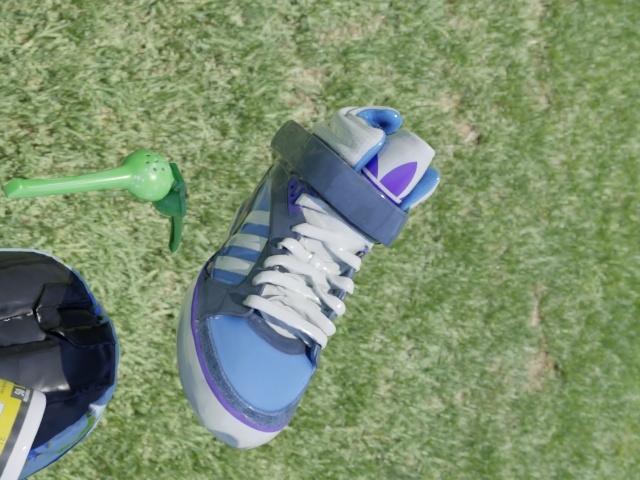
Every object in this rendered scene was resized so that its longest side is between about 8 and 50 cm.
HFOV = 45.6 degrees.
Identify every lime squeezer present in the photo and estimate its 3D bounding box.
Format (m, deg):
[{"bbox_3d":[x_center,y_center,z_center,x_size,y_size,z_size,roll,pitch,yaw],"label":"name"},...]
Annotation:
[{"bbox_3d":[-0.189,-0.040,0.822,0.110,0.059,0.310,-48,160,4],"label":"lime squeezer"}]

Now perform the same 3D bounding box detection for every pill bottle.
[{"bbox_3d":[-0.220,0.097,0.421,0.116,0.065,0.065,24,76,-20],"label":"pill bottle"}]

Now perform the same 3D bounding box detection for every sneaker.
[{"bbox_3d":[0.000,0.000,0.675,0.130,0.236,0.323,36,34,-20],"label":"sneaker"}]

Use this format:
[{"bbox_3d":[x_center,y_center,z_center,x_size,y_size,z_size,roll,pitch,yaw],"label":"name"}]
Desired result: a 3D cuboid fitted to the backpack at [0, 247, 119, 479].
[{"bbox_3d":[-0.384,0.146,0.766,0.355,0.273,0.290,-26,71,-20],"label":"backpack"}]
